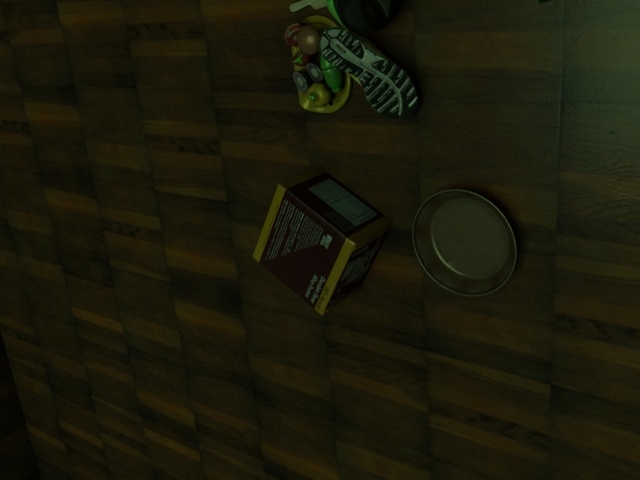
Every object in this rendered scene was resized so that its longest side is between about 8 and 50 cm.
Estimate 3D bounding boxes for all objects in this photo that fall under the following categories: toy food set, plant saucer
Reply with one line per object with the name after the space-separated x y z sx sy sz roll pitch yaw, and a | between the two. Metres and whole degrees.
-0.019 -0.336 1.293 0.128 0.071 0.218 5 112 38 | toy food set
0.256 0.001 1.246 0.198 0.036 0.199 17 118 34 | plant saucer

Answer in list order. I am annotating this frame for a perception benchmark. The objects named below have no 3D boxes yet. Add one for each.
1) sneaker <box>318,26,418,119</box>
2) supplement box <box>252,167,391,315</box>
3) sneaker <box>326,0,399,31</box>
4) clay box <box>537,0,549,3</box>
0.091 -0.297 1.223 0.208 0.094 0.081 43 112 -12 | sneaker
0.000 0.000 1.389 0.194 0.129 0.191 38 129 20 | supplement box
0.141 -0.444 0.988 0.202 0.185 0.483 38 152 2 | sneaker
0.332 -0.430 0.928 0.053 0.127 0.222 13 118 35 | clay box
